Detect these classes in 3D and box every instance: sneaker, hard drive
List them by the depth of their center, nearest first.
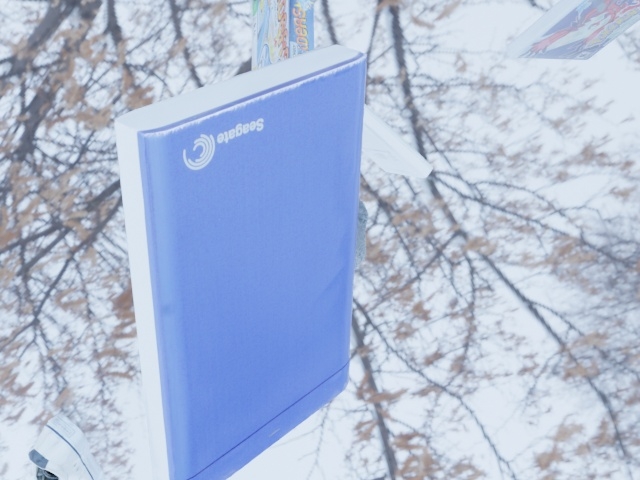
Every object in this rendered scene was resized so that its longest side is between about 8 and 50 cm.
[{"bbox_3d":[-0.049,0.031,0.654,0.210,0.040,0.318,-29,-47,-41],"label":"hard drive"},{"bbox_3d":[-0.424,0.369,1.391,0.094,0.258,0.091,34,-120,22],"label":"sneaker"},{"bbox_3d":[0.092,-0.252,1.901,0.308,0.203,0.040,39,-97,-24],"label":"hard drive"}]

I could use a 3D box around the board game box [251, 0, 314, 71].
[{"bbox_3d":[-0.049,-0.248,1.075,0.035,0.136,0.201,8,-113,-23],"label":"board game box"}]

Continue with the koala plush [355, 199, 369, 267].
[{"bbox_3d":[0.000,0.000,1.932,0.196,0.221,0.203,20,-130,-3],"label":"koala plush"}]

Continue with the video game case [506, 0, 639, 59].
[{"bbox_3d":[0.388,-0.316,1.183,0.184,0.201,0.023,-8,-109,-37],"label":"video game case"}]
